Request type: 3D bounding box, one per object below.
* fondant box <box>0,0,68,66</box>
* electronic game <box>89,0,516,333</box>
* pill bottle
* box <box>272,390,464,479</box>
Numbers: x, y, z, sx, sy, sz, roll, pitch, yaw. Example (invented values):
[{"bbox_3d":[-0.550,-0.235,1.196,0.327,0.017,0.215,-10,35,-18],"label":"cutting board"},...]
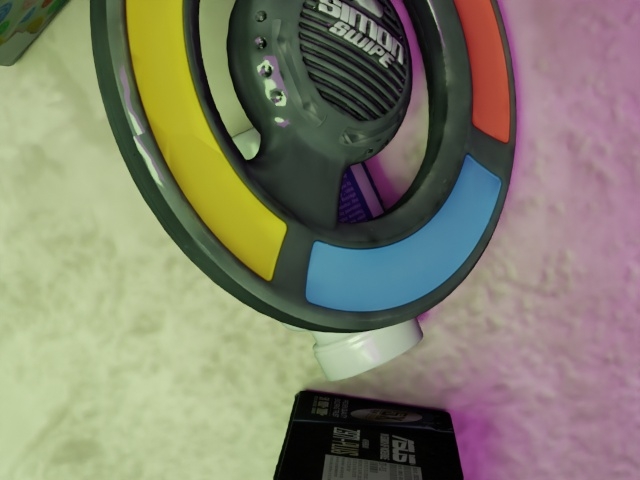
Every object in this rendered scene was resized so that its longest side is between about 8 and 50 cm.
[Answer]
[{"bbox_3d":[-0.108,-0.183,0.541,0.096,0.330,0.238,43,96,0],"label":"fondant box"},{"bbox_3d":[0.003,-0.076,0.626,0.048,0.229,0.229,-14,97,46],"label":"electronic game"},{"bbox_3d":[0.000,0.000,0.688,0.067,0.067,0.120,-25,94,4],"label":"pill bottle"},{"bbox_3d":[0.013,0.157,0.647,0.078,0.180,0.147,8,96,1],"label":"box"}]
